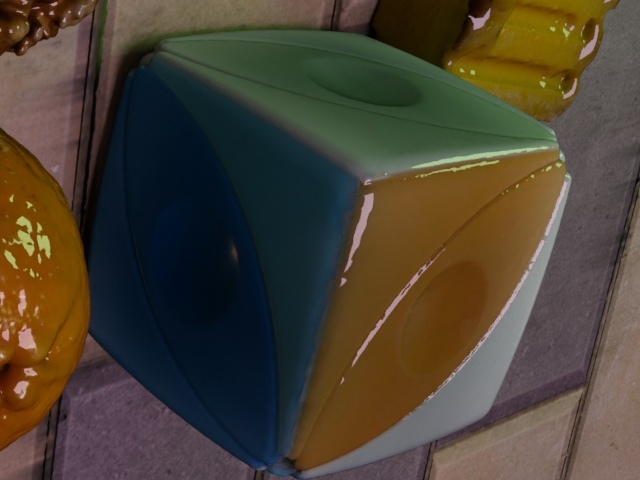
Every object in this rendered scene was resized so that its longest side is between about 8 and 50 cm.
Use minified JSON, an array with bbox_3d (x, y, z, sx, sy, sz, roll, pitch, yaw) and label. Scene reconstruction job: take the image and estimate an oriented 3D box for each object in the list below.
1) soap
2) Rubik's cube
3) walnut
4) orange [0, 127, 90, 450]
[{"bbox_3d":[0.213,-0.271,2.239,0.281,0.143,0.259,5,116,-50],"label":"soap"},{"bbox_3d":[0.000,0.000,2.017,0.347,0.351,0.352,-10,121,-45],"label":"Rubik's cube"},{"bbox_3d":[-0.263,-0.229,1.783,0.170,0.069,0.143,-26,135,-32],"label":"walnut"},{"bbox_3d":[-0.355,0.050,1.689,0.340,0.293,0.341,-27,134,-31],"label":"orange"}]
